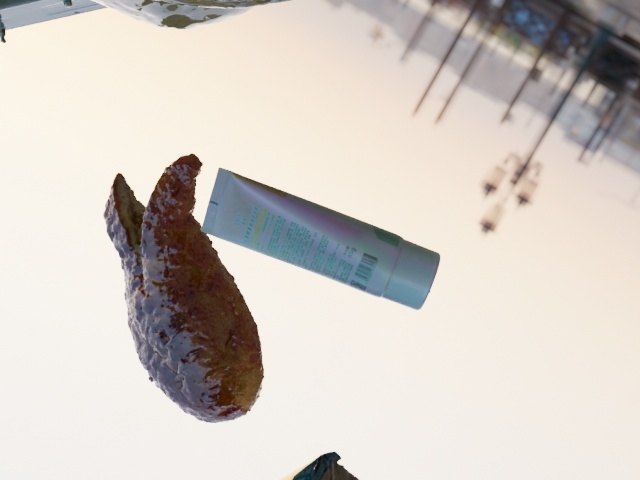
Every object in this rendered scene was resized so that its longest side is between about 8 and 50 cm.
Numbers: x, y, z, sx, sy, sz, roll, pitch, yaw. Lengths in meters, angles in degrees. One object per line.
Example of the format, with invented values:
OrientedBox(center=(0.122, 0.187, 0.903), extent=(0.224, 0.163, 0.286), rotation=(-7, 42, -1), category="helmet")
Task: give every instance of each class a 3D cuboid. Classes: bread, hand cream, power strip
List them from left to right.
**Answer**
OrientedBox(center=(-0.313, -0.307, 1.860), extent=(0.216, 0.061, 0.145), rotation=(-13, 171, 3), category="power strip")
OrientedBox(center=(-0.141, 0.054, 1.502), extent=(0.095, 0.139, 0.268), rotation=(-26, -84, -57), category="bread")
OrientedBox(center=(0.000, 0.000, 1.120), extent=(0.174, 0.076, 0.047), rotation=(20, -130, -1), category="hand cream")

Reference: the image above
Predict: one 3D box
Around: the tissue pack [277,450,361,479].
OrientedBox(center=(-0.066, 0.327, 1.355), extent=(0.134, 0.271, 0.192), rotation=(48, -144, -10), category="tissue pack")

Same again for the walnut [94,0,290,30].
OrientedBox(center=(-0.080, -0.336, 1.063), extent=(0.381, 0.381, 0.381), rotation=(29, -171, -5), category="walnut")
